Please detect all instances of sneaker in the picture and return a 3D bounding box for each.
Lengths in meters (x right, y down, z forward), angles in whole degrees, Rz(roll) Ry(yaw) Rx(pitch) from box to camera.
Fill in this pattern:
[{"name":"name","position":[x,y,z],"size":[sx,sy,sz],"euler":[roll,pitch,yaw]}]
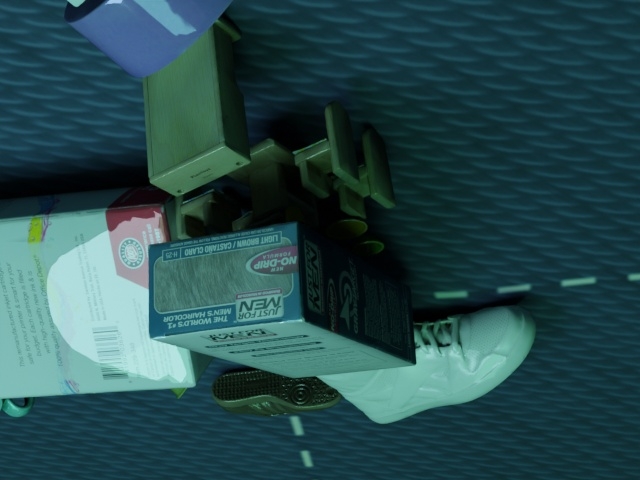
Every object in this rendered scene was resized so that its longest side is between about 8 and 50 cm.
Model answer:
[{"name":"sneaker","position":[0.116,0.137,1.390],"size":[0.292,0.108,0.169],"euler":[-32,127,33]},{"name":"sneaker","position":[-0.057,0.216,1.531],"size":[0.188,0.066,0.071],"euler":[1,152,13]}]

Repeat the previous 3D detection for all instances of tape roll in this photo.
[{"name":"tape roll","position":[-0.141,-0.245,0.983],"size":[0.189,0.189,0.080],"euler":[-32,124,32]}]

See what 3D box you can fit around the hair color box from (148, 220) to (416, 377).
[{"name":"hair color box","position":[-0.029,0.077,1.208],"size":[0.174,0.105,0.347],"euler":[-9,164,21]}]

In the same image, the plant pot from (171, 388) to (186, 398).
[{"name":"plant pot","position":[-0.195,0.149,1.398],"size":[0.079,0.083,0.083],"euler":[32,131,-6]}]

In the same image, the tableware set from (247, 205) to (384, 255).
[{"name":"tableware set","position":[0.000,0.000,1.206],"size":[0.104,0.024,0.154],"euler":[-22,150,25]}]

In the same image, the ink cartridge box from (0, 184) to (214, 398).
[{"name":"ink cartridge box","position":[-0.292,0.059,1.291],"size":[0.306,0.131,0.226],"euler":[-4,107,13]}]

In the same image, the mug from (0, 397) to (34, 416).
[{"name":"mug","position":[-0.487,0.184,1.513],"size":[0.129,0.097,0.157],"euler":[-15,132,19]}]

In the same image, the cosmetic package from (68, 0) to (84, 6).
[{"name":"cosmetic package","position":[-0.198,-0.332,0.908],"size":[0.151,0.183,0.151],"euler":[-33,122,32]}]

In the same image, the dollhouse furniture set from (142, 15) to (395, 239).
[{"name":"dollhouse furniture set","position":[-0.074,-0.107,1.182],"size":[0.212,0.161,0.242],"euler":[-22,150,26]}]
